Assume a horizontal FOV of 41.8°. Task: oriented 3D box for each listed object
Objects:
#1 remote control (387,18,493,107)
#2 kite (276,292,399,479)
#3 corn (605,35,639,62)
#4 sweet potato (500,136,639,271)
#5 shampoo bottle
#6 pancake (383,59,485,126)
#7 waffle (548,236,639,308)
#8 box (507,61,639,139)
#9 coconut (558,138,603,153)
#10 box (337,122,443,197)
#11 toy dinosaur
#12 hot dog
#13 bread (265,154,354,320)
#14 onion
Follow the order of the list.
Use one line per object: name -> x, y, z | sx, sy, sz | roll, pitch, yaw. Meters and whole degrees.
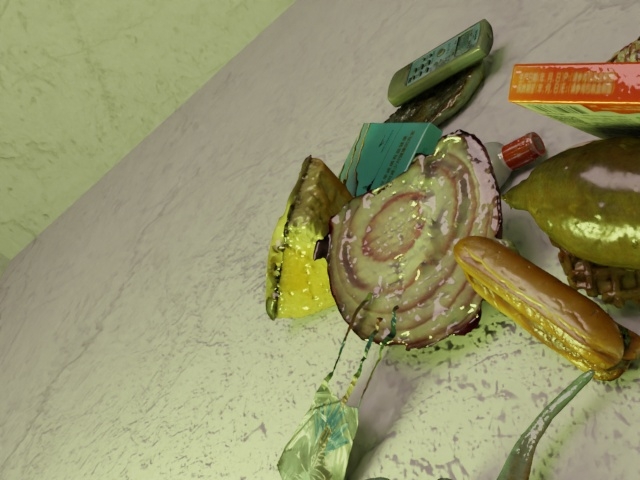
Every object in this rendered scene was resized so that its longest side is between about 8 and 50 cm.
remote control -> 0.226, -0.336, 1.603 | 0.234, 0.038, 0.098 | -24, 36, 39
kite -> 0.019, 0.218, 1.137 | 0.169, 0.015, 0.309 | 19, 87, 61
corn -> 0.488, -0.257, 1.098 | 0.290, 0.098, 0.098 | -25, 34, 41
sweet potato -> 0.349, -0.033, 0.846 | 0.370, 0.157, 0.157 | 14, 61, 29
shampoo bottle -> 0.246, -0.105, 1.311 | 0.221, 0.051, 0.108 | -26, 32, 37
pancake -> 0.218, -0.284, 1.631 | 0.254, 0.037, 0.253 | -36, 28, 23
waffle -> 0.346, -0.016, 0.950 | 0.191, 0.038, 0.191 | -8, 68, 21
box -> 0.377, -0.130, 0.852 | 0.273, 0.265, 0.048 | 10, 90, 45
coconut -> 0.342, -0.074, 1.058 | 0.110, 0.110, 0.124 | -7, 54, 54
box -> 0.116, -0.140, 1.546 | 0.229, 0.041, 0.162 | 14, 76, 62
toy dinosaur -> 0.152, 0.286, 0.857 | 0.393, 0.092, 0.205 | -37, 28, -9
hot dog -> 0.250, 0.067, 0.948 | 0.068, 0.100, 0.249 | -45, 49, -6
bread -> 0.000, 0.000, 1.418 | 0.262, 0.163, 0.204 | 104, 177, -48
onion -> 0.151, 0.030, 1.190 | 0.314, 0.146, 0.280 | -26, 58, 34
